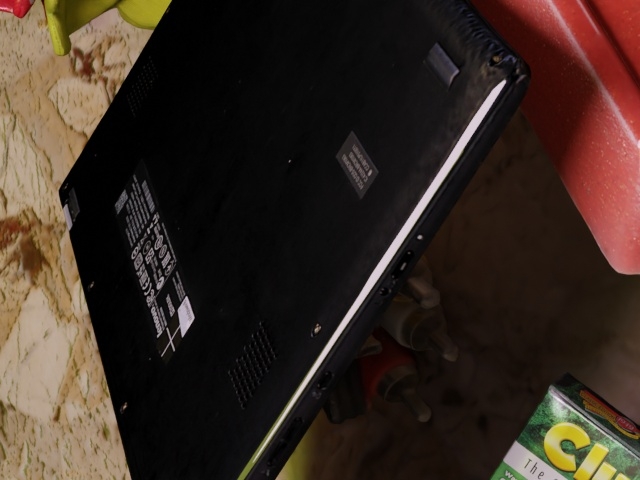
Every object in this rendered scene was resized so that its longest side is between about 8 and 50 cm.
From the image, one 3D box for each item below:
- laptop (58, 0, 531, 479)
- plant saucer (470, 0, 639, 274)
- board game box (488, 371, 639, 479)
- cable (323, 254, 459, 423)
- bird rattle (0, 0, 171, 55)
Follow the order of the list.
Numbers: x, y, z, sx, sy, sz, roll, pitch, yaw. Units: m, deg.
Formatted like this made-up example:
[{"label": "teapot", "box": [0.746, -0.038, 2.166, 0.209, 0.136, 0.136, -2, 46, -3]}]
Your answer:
[{"label": "laptop", "box": [0.015, 0.055, 0.952, 0.408, 0.236, 0.382, -58, 27, 17]}, {"label": "plant saucer", "box": [0.177, -0.153, 0.781, 0.259, 0.048, 0.258, -28, 66, 2]}, {"label": "board game box", "box": [0.177, 0.189, 0.846, 0.260, 0.030, 0.136, 38, 119, 15]}, {"label": "cable", "box": [0.000, 0.000, 1.176, 0.287, 0.072, 0.139, -120, 26, -44]}, {"label": "bird rattle", "box": [-0.147, -0.226, 1.291, 0.253, 0.143, 0.207, 39, 113, 57]}]
